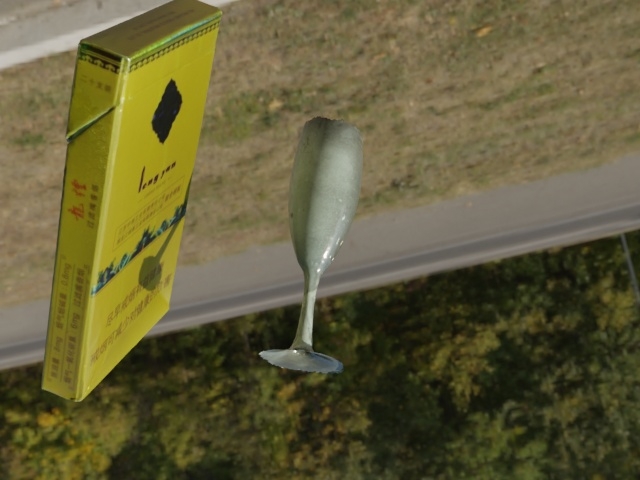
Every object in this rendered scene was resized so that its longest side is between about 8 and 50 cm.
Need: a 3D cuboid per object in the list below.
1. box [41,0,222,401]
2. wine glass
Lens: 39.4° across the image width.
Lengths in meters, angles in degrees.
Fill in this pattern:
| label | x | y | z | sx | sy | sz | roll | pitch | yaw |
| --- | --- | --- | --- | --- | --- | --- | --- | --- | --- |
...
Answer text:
| label | x | y | z | sx | sy | sz | roll | pitch | yaw |
| --- | --- | --- | --- | --- | --- | --- | --- | --- | --- |
| box | -0.141 | -0.030 | 0.669 | 0.041 | 0.279 | 0.153 | 20 | -151 | 10 |
| wine glass | 0.000 | 0.000 | 0.696 | 0.066 | 0.198 | 0.066 | 7 | 158 | 3 |
